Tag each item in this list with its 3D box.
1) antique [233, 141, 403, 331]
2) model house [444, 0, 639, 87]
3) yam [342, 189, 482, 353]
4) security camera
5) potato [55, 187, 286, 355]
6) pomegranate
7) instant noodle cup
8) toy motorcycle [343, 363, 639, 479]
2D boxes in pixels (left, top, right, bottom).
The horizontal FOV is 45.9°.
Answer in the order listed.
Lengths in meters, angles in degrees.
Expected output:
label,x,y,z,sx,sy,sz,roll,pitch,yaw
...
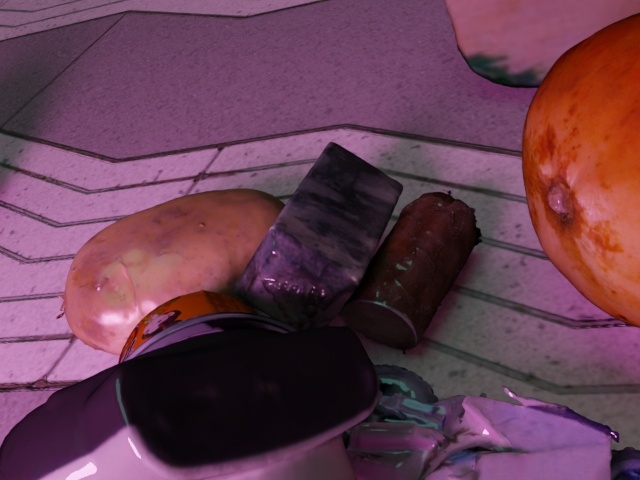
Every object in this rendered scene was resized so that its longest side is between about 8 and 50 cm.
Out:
label,x,y,z,sx,sy,sz,roll,pitch,yaw
antique,0.000,0.000,0.675,0.086,0.088,0.183,32,36,-2
model house,0.358,-0.373,0.839,0.382,0.335,0.342,4,35,37
yam,0.083,0.027,0.670,0.079,0.079,0.141,9,49,33
security camera,-0.040,0.204,0.392,0.191,0.197,0.277,-41,66,36
potato,-0.138,0.028,0.745,0.161,0.128,0.235,24,52,24
pomegranate,0.291,-0.056,0.550,0.270,0.229,0.252,-13,30,-6
instant noodle cup,-0.087,0.115,0.586,0.208,0.178,0.125,1,18,-20
toy motorcycle,0.096,0.184,0.452,0.239,0.108,0.204,5,46,30
